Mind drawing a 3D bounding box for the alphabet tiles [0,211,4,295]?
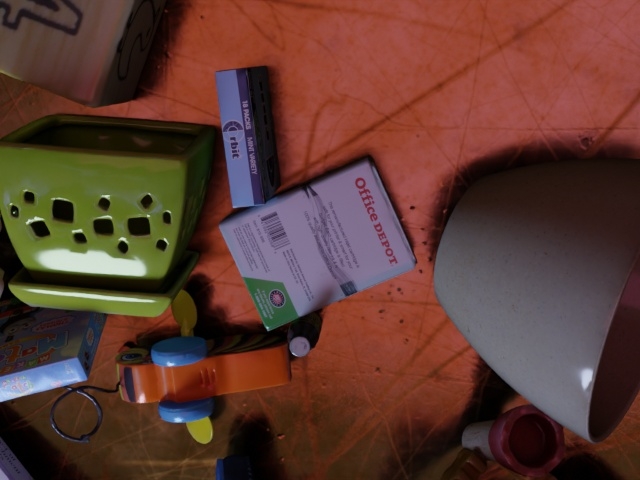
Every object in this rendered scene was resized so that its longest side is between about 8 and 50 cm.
[{"bbox_3d":[-0.473,0.080,1.368,0.021,0.278,0.284,23,91,-40],"label":"alphabet tiles"}]

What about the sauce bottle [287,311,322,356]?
[{"bbox_3d":[-0.020,0.119,1.408,0.042,0.128,0.042,0,100,1],"label":"sauce bottle"}]

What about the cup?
[{"bbox_3d":[0.275,0.040,1.310,0.237,0.331,0.331,21,101,27],"label":"cup"}]

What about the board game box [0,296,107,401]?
[{"bbox_3d":[-0.351,0.122,1.386,0.160,0.211,0.039,-15,116,5],"label":"board game box"}]

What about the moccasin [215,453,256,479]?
[{"bbox_3d":[-0.066,0.429,1.479,0.117,0.137,0.342,-9,113,1],"label":"moccasin"}]

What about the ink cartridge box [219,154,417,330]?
[{"bbox_3d":[0.000,0.000,1.408,0.208,0.087,0.153,-22,97,8],"label":"ink cartridge box"}]

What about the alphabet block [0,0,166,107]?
[{"bbox_3d":[-0.301,-0.285,1.327,0.193,0.192,0.197,21,101,2],"label":"alphabet block"}]

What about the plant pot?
[{"bbox_3d":[-0.255,-0.031,1.354,0.228,0.227,0.207,5,106,2],"label":"plant pot"}]

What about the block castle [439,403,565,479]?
[{"bbox_3d":[0.309,0.443,1.341,0.453,0.213,0.303,42,71,-7],"label":"block castle"}]

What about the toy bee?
[{"bbox_3d":[-0.197,0.156,1.431,0.298,0.162,0.195,12,94,-25],"label":"toy bee"}]

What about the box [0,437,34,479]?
[{"bbox_3d":[-0.388,0.371,1.474,0.063,0.067,0.324,-40,84,3],"label":"box"}]

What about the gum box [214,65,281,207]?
[{"bbox_3d":[-0.085,-0.129,1.342,0.041,0.184,0.157,-6,100,4],"label":"gum box"}]
